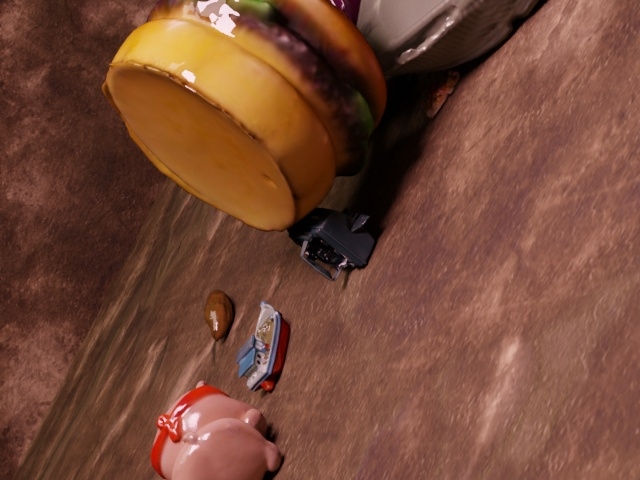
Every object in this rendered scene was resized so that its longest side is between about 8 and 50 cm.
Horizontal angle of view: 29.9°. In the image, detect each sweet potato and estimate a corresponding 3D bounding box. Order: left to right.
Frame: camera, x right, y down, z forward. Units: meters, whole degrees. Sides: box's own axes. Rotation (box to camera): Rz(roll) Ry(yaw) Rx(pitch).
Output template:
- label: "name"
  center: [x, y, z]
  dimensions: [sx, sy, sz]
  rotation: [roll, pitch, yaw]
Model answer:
- label: "sweet potato"
  center: [-0.189, 0.122, 2.221]
  dimensions: [0.053, 0.054, 0.182]
  rotation: [-47, 16, 12]

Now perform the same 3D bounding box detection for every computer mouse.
- label: "computer mouse"
  center: [0.220, -0.378, 1.691]
  dimensions: [0.429, 0.145, 0.228]
  rotation: [-39, 42, 38]

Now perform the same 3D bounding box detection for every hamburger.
- label: "hamburger"
  center: [-0.093, -0.227, 1.730]
  dimensions: [0.277, 0.395, 0.395]
  rotation: [-54, 13, -20]

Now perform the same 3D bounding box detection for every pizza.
- label: "pizza"
  center: [0.171, -0.217, 1.773]
  dimensions: [0.083, 0.025, 0.078]
  rotation: [-31, 30, 58]

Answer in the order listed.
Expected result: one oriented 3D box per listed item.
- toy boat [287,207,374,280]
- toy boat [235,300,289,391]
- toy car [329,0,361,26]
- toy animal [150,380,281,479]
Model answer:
- label: "toy boat"
  center: [0.000, 0.000, 1.789]
  dimensions: [0.103, 0.093, 0.246]
  rotation: [-55, 16, -9]
- label: "toy boat"
  center: [-0.088, 0.158, 1.838]
  dimensions: [0.069, 0.058, 0.173]
  rotation: [-48, 20, 35]
- label: "toy car"
  center: [0.052, -0.340, 1.991]
  dimensions: [0.271, 0.240, 0.341]
  rotation: [51, 143, 27]
- label: "toy animal"
  center: [-0.153, 0.291, 1.652]
  dimensions: [0.171, 0.171, 0.197]
  rotation: [-59, 24, 1]
